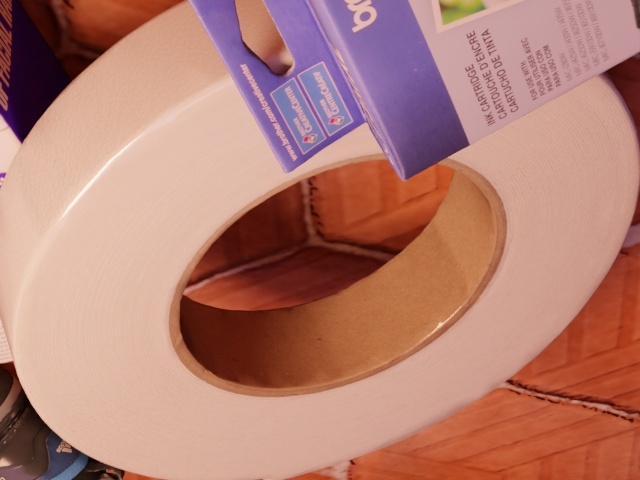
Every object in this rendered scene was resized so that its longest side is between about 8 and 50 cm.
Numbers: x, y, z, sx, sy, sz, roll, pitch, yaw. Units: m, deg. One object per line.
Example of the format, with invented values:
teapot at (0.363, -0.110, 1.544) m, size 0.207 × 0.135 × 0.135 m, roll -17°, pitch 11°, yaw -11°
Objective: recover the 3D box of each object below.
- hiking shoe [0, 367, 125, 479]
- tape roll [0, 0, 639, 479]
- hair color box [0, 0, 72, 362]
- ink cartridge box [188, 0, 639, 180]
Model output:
hiking shoe at (-0.270, 0.223, 1.516) m, size 0.132 × 0.113 × 0.304 m, roll 37°, pitch 138°, yaw -5°
tape roll at (0.000, 0.000, 1.155) m, size 0.392 × 0.072 × 0.392 m, roll -15°, pitch 141°, yaw -13°
hair color box at (-0.238, -0.052, 1.144) m, size 0.185 × 0.110 × 0.339 m, roll -11°, pitch 147°, yaw 12°
ink cartridge box at (0.094, -0.149, 0.942) m, size 0.311 × 0.065 × 0.186 m, roll -27°, pitch 137°, yaw 1°
